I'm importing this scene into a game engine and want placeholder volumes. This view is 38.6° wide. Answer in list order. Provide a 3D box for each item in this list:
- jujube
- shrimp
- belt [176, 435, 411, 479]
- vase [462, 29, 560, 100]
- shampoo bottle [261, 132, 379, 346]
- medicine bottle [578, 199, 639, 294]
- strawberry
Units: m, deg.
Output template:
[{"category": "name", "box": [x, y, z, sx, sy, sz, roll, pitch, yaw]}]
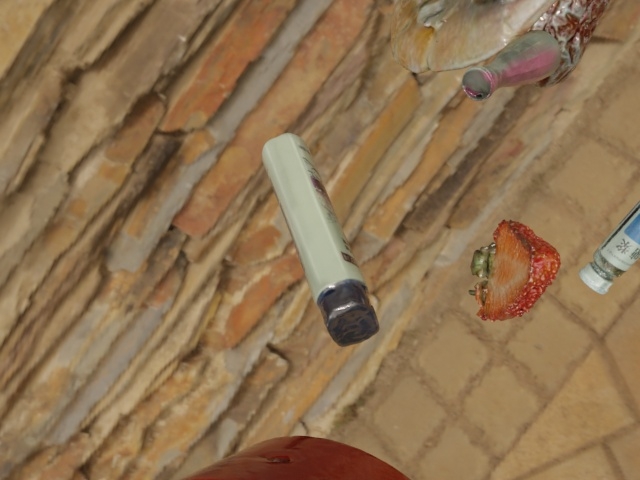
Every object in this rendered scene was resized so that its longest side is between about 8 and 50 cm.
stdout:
[{"category": "jujube", "box": [0.497, -0.490, 1.953, 0.226, 0.226, 0.317, 37, 107, 41]}, {"category": "shrimp", "box": [0.150, -0.191, 0.592, 0.316, 0.062, 0.164, -12, 55, 54]}, {"category": "belt", "box": [0.010, 0.273, 0.520, 0.227, 0.115, 0.324, -37, 77, 25]}, {"category": "vase", "box": [0.320, -0.292, 1.546, 0.086, 0.214, 0.086, 22, 126, 34]}, {"category": "shampoo bottle", "box": [0.000, 0.000, 1.351, 0.078, 0.134, 0.359, -24, 49, 2]}, {"category": "medicine bottle", "box": [0.418, -0.012, 1.205, 0.191, 0.051, 0.051, -55, 46, 27]}, {"category": "strawberry", "box": [0.362, 0.059, 1.641, 0.286, 0.106, 0.188, 178, 99, -79]}]
